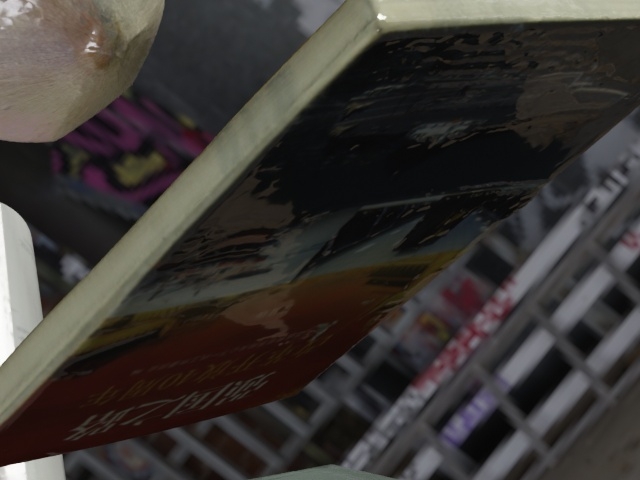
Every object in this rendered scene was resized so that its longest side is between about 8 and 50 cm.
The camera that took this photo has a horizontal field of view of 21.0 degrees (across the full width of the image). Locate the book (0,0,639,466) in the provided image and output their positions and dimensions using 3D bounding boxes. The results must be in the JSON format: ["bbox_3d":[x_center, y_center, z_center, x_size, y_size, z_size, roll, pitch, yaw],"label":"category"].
[{"bbox_3d":[0.000,0.000,0.829,0.262,0.028,0.374,-10,-26,-47],"label":"book"}]

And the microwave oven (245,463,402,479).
[{"bbox_3d":[-0.018,0.336,1.293,0.237,0.295,0.181,-6,3,-32],"label":"microwave oven"}]

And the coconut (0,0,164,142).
[{"bbox_3d":[-0.225,-0.185,1.305,0.224,0.224,0.234,-53,37,-13],"label":"coconut"}]

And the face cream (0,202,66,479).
[{"bbox_3d":[-0.207,0.125,1.042,0.102,0.102,0.345,-50,37,31],"label":"face cream"}]
